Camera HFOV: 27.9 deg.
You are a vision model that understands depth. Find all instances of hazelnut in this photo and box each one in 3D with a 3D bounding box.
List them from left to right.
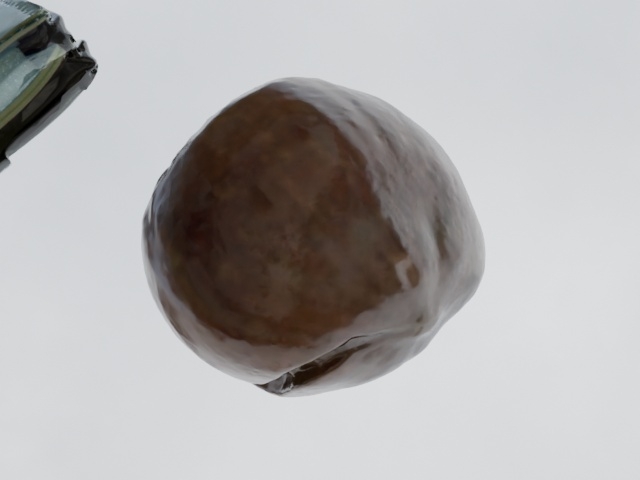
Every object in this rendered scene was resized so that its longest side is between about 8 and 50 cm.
[{"bbox_3d":[0.000,0.000,0.571,0.154,0.143,0.143,-14,-144,-39],"label":"hazelnut"}]

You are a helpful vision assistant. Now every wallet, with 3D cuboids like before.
[{"bbox_3d":[-0.274,-0.065,0.860,0.250,0.075,0.176,-44,-150,-13],"label":"wallet"}]
